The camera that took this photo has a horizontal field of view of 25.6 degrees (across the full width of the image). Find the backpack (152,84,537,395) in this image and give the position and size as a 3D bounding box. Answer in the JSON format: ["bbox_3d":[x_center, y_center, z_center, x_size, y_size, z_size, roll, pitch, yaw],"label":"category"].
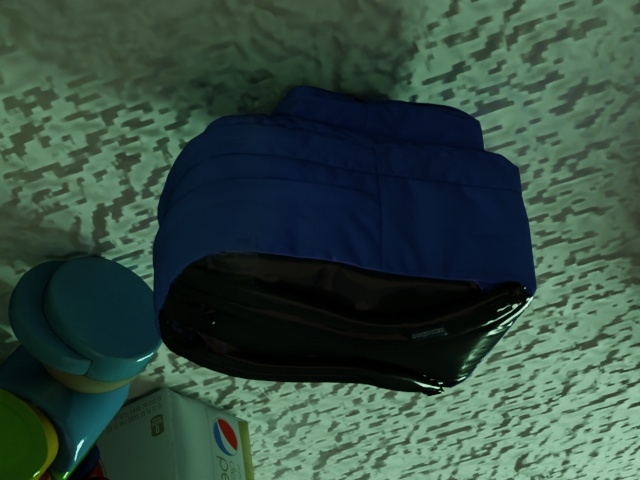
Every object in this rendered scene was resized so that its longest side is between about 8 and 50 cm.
[{"bbox_3d":[0.000,0.000,0.500,0.120,0.101,0.098,3,145,-14],"label":"backpack"}]

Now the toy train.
[{"bbox_3d":[-0.150,0.113,0.536,0.105,0.248,0.143,36,127,1],"label":"toy train"}]

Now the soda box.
[{"bbox_3d":[-0.136,0.155,0.744,0.216,0.074,0.069,-27,145,26],"label":"soda box"}]
